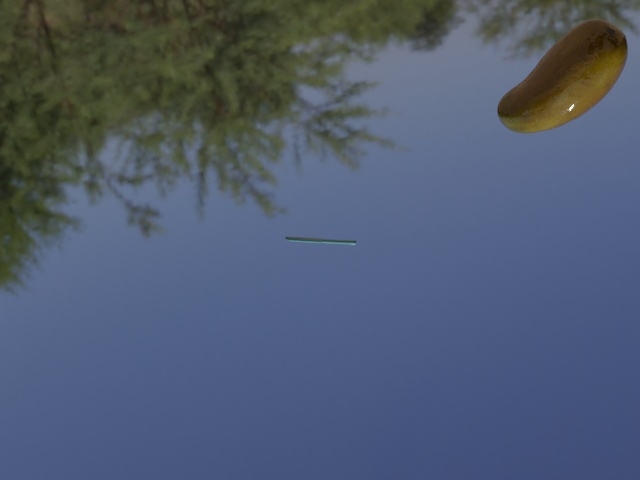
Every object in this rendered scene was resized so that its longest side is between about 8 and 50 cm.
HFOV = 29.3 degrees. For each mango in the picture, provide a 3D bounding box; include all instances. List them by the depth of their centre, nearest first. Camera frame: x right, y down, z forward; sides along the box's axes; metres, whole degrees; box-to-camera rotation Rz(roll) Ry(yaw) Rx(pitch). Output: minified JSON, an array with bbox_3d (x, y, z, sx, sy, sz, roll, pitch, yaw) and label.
[{"bbox_3d":[0.353,-0.232,1.795,0.227,0.099,0.136,-37,-150,33],"label":"mango"}]

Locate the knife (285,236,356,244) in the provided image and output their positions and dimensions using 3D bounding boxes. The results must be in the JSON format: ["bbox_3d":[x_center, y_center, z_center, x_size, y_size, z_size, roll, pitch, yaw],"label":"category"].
[{"bbox_3d":[0.000,0.000,1.519,0.091,0.005,0.014,3,-167,11],"label":"knife"}]
